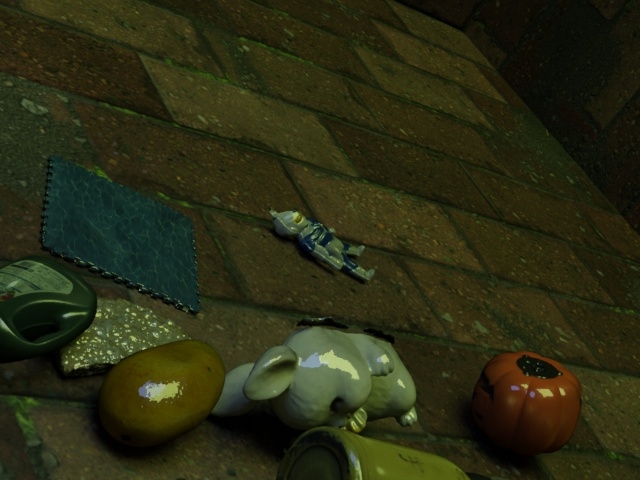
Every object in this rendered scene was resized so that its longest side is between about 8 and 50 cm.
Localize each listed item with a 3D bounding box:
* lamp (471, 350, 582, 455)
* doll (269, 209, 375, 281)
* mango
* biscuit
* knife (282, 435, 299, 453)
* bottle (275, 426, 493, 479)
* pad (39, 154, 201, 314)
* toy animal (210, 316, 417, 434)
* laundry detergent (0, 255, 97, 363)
[{"bbox_3d":[0.348,0.283,2.000,0.187,0.164,0.188,9,20,-3],"label":"lamp"},{"bbox_3d":[0.000,0.000,2.151,0.227,0.057,0.114,25,31,-29],"label":"doll"},{"bbox_3d":[-0.194,0.185,1.501,0.136,0.099,0.227,15,21,18],"label":"mango"},{"bbox_3d":[-0.276,0.124,1.595,0.250,0.032,0.133,0,42,-52],"label":"biscuit"},{"bbox_3d":[0.067,0.346,1.674,0.296,0.026,0.044,31,28,-20],"label":"knife"},{"bbox_3d":[0.120,0.362,1.549,0.351,0.171,0.172,22,29,-35],"label":"bottle"},{"bbox_3d":[-0.305,-0.013,1.820,0.269,0.012,0.270,25,28,-25],"label":"pad"},{"bbox_3d":[0.001,0.198,1.641,0.325,0.208,0.154,9,67,-31],"label":"toy animal"},{"bbox_3d":[-0.378,0.096,1.434,0.144,0.078,0.221,28,27,13],"label":"laundry detergent"}]
